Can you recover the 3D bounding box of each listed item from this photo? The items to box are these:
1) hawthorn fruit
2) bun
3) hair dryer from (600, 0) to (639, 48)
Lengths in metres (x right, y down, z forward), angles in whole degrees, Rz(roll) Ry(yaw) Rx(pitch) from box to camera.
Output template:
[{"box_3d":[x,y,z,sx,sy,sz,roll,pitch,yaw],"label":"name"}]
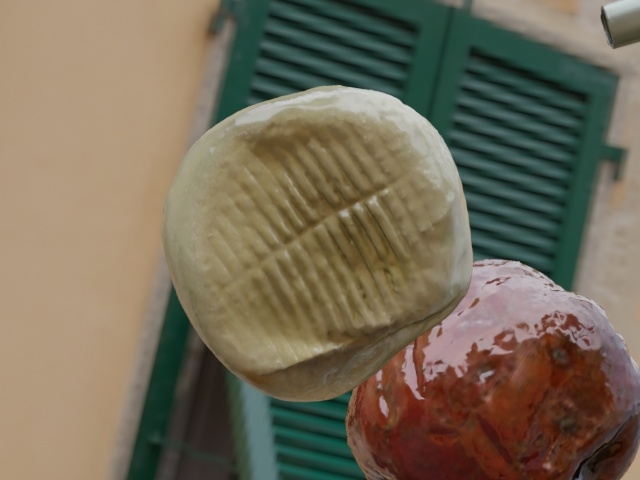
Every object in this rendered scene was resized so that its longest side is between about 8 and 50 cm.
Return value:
[{"box_3d":[0.152,0.148,1.673,0.262,0.258,0.258,-18,-7,-4],"label":"hawthorn fruit"},{"box_3d":[0.000,0.000,1.357,0.229,0.229,0.145,12,8,0],"label":"bun"},{"box_3d":[0.263,-0.132,1.468,0.063,0.124,0.038,-16,-7,4],"label":"hair dryer"}]
